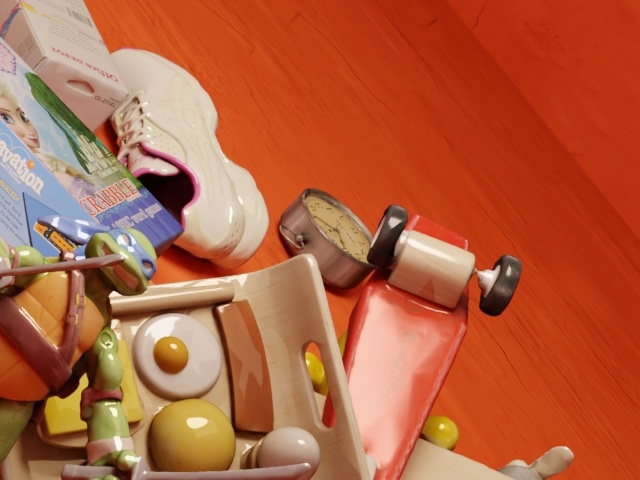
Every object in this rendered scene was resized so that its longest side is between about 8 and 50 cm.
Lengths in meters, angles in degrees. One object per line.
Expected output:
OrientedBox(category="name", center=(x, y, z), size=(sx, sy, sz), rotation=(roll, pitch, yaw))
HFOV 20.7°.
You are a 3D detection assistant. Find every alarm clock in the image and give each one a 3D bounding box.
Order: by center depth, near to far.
OrientedBox(category="alarm clock", center=(0.000, 0.000, 2.123), size=(0.129, 0.064, 0.192), rotation=(53, 19, 20))

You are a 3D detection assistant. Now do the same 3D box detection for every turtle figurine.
OrientedBox(category="turtle figurine", center=(-0.206, 0.102, 1.158), size=(0.274, 0.266, 0.198), rotation=(49, -3, 40))

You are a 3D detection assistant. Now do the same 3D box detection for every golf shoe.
OrientedBox(category="golf shoe", center=(-0.174, -0.104, 1.920), size=(0.140, 0.115, 0.306), rotation=(8, 40, -54))

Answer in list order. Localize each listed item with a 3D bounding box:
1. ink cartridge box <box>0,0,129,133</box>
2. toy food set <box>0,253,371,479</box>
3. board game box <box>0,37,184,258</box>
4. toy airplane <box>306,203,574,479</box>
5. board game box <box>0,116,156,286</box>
OrientedBox(category="ink cartridge box", center=(-0.303, -0.213, 1.927), size=(0.127, 0.072, 0.175), rotation=(24, 29, -46))
OrientedBox(category="toy food set", center=(-0.115, 0.130, 1.356), size=(0.306, 0.092, 0.219), rotation=(-6, 75, -33))
OrientedBox(category="board game box", center=(-0.308, -0.070, 1.647), size=(0.318, 0.066, 0.319), rotation=(46, 20, 1))
OrientedBox(category="toy airplane", center=(0.037, 0.188, 1.617), size=(0.384, 0.272, 0.386), rotation=(-17, 68, -25))
OrientedBox(category="board game box", center=(-0.247, 0.014, 1.436), size=(0.281, 0.027, 0.145), rotation=(51, 54, -36))
